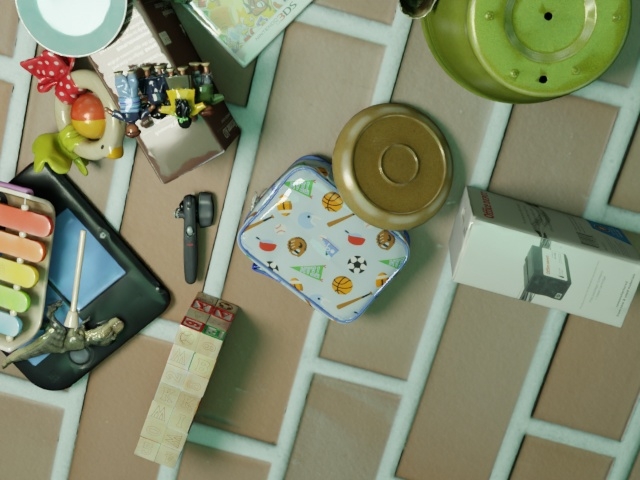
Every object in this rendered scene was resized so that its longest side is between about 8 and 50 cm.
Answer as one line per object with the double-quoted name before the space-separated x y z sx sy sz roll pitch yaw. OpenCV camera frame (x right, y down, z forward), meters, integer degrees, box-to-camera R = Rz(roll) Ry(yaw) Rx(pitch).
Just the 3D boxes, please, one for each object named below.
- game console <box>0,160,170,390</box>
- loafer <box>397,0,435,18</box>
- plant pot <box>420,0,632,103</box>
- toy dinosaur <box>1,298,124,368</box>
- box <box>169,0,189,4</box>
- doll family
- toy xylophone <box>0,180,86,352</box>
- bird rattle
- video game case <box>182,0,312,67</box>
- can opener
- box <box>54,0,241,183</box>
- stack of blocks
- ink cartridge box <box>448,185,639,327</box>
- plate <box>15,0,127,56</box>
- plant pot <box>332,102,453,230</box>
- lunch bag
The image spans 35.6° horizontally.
"game console" -0.540 0.080 1.973 0.342 0.060 0.386 -37 101 14
"loafer" 0.158 -0.425 1.546 0.102 0.268 0.092 -9 80 5
"plant pot" 0.347 -0.373 1.607 0.366 0.353 0.366 1 108 4
"toy dinosaur" -0.526 0.177 1.948 0.268 0.064 0.118 -15 111 9
"box" -0.234 -0.502 1.603 0.058 0.322 0.232 33 105 7
"doll family" -0.259 -0.231 1.652 0.193 0.076 0.111 -1 111 9
"toy xylophone" -0.554 0.049 1.863 0.236 0.081 0.323 6 98 26
"bird rattle" -0.431 -0.240 1.818 0.207 0.143 0.253 11 101 30
"video game case" -0.144 -0.462 1.790 0.206 0.026 0.227 -42 99 15
"can opener" -0.248 -0.003 1.923 0.073 0.059 0.186 7 107 2
"box" -0.300 -0.309 1.764 0.143 0.191 0.381 -25 104 12
"stack of blocks" -0.262 0.271 1.951 0.087 0.171 0.297 21 108 -2
"ink cartridge box" 0.394 0.024 1.793 0.307 0.223 0.129 16 108 0
"plate" -0.407 -0.397 1.637 0.188 0.024 0.188 1 106 4
"plant pot" 0.138 -0.136 1.805 0.236 0.032 0.236 2 85 -16
"lunch bag" 0.000 0.000 1.878 0.303 0.115 0.243 38 109 -8
